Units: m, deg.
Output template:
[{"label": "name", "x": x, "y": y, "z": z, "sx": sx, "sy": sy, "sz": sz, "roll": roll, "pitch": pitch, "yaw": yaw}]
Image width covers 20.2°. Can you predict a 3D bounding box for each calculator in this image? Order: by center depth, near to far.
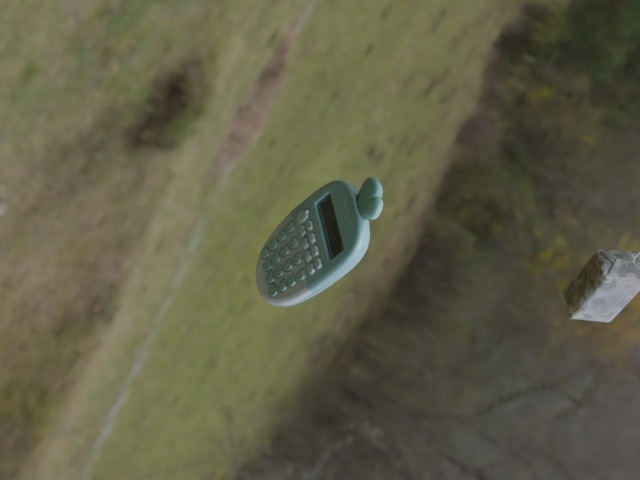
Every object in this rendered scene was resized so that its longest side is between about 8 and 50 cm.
[{"label": "calculator", "x": 0.000, "y": 0.000, "z": 1.568, "sx": 0.153, "sy": 0.095, "sz": 0.021, "roll": -36, "pitch": 136, "yaw": 24}]

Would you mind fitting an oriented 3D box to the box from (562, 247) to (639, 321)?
[{"label": "box", "x": 0.321, "y": 0.051, "z": 2.027, "sx": 0.098, "sy": 0.062, "sz": 0.045, "roll": 121, "pitch": -34, "yaw": -53}]
